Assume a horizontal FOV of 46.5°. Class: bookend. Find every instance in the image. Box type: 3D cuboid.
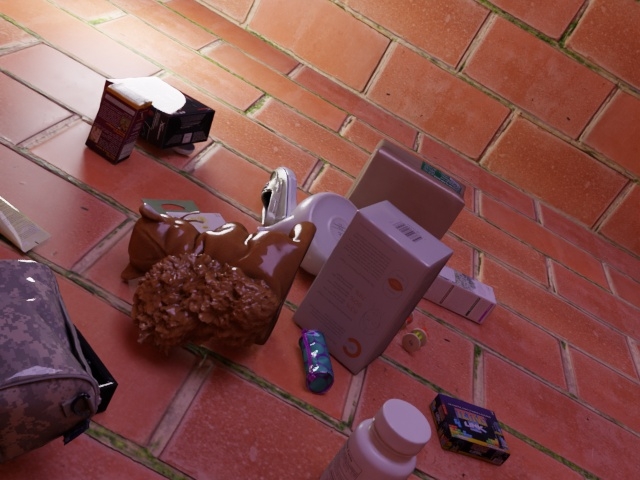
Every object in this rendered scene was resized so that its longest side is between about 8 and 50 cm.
[{"bbox_3d":[-0.462,0.234,1.282,0.157,0.072,0.156,45,30,27],"label":"bookend"}]

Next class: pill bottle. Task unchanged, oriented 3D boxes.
[{"bbox_3d":[0.104,0.409,1.389,0.131,0.229,0.131,24,27,-14],"label":"pill bottle"}]

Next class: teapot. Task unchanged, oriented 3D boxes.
[{"bbox_3d":[0.000,0.000,2.058,0.252,0.187,0.256,-40,99,-43],"label":"teapot"}]

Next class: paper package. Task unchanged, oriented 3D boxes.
[{"bbox_3d":[0.247,-0.112,2.348,0.324,0.310,0.168,31,27,-2],"label":"paper package"}]

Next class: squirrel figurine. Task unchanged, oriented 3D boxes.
[{"bbox_3d":[-0.252,0.066,1.583,0.370,0.281,0.397,25,24,1],"label":"squirrel figurine"}]

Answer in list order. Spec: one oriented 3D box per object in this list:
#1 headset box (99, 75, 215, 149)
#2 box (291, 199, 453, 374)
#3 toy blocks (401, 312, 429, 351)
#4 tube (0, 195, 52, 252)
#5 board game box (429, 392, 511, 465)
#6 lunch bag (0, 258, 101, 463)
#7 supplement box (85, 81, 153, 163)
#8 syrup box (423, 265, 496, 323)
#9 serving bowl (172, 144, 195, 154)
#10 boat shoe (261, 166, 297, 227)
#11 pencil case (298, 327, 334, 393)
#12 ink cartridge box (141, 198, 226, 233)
[{"bbox_3d":[-0.503,-0.398,2.249,0.293,0.110,0.218,32,27,21],"label":"headset box"},{"bbox_3d":[0.122,0.110,1.793,0.215,0.345,0.168,40,27,17],"label":"box"},{"bbox_3d":[0.248,0.236,2.035,0.123,0.054,0.148,39,27,17],"label":"toy blocks"},{"bbox_3d":[-0.693,-0.063,1.582,0.240,0.062,0.070,37,70,1],"label":"tube"},{"bbox_3d":[0.357,0.451,1.783,0.170,0.048,0.141,21,29,-20],"label":"board game box"},{"bbox_3d":[-0.491,0.178,1.117,0.255,0.213,0.305,-19,47,-21],"label":"lunch bag"},{"bbox_3d":[-0.545,-0.317,2.013,0.104,0.188,0.081,33,26,4],"label":"supplement box"},{"bbox_3d":[0.416,0.157,2.298,0.236,0.096,0.093,26,29,-11],"label":"syrup box"},{"bbox_3d":[-0.425,-0.285,2.265,0.083,0.027,0.083,25,27,-13],"label":"serving bowl"},{"bbox_3d":[-0.129,-0.133,2.226,0.094,0.109,0.302,18,32,-20],"label":"boat shoe"},{"bbox_3d":[-0.011,0.272,1.692,0.070,0.064,0.152,45,16,-32],"label":"pencil case"},{"bbox_3d":[-0.337,-0.051,1.926,0.171,0.056,0.235,1,41,-45],"label":"ink cartridge box"}]
